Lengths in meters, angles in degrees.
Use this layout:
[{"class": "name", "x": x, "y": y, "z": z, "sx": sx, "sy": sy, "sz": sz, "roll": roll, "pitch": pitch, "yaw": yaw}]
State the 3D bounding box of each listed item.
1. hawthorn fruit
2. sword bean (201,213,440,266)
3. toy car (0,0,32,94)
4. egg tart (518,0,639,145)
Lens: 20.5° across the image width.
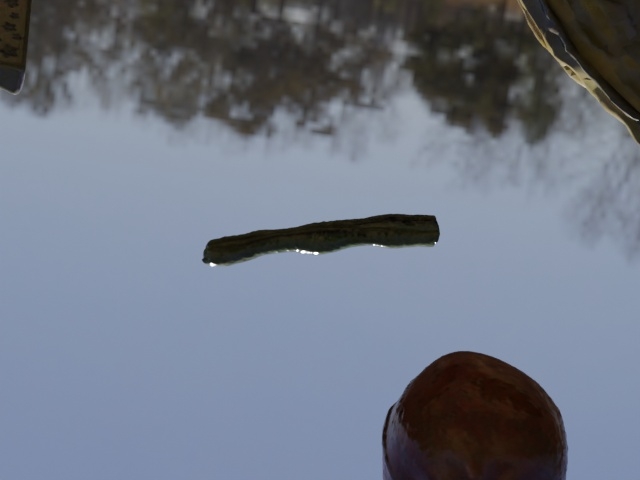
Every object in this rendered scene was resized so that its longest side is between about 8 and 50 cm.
[{"class": "hawthorn fruit", "x": 0.090, "y": 0.127, "z": 1.032, "sx": 0.128, "sy": 0.128, "sz": 0.128, "roll": 8, "pitch": -171, "yaw": -1}, {"class": "sword bean", "x": -0.001, "y": 0.000, "z": 2.000, "sx": 0.269, "sy": 0.038, "sz": 0.043, "roll": -6, "pitch": -141, "yaw": -2}, {"class": "toy car", "x": -0.513, "y": -0.230, "z": 1.969, "sx": 0.336, "sy": 0.226, "sz": 0.242, "roll": 26, "pitch": -141, "yaw": -27}, {"class": "egg tart", "x": 0.323, "y": -0.232, "z": 1.091, "sx": 0.443, "sy": 0.443, "sz": 0.178, "roll": 7, "pitch": 169, "yaw": -9}]
